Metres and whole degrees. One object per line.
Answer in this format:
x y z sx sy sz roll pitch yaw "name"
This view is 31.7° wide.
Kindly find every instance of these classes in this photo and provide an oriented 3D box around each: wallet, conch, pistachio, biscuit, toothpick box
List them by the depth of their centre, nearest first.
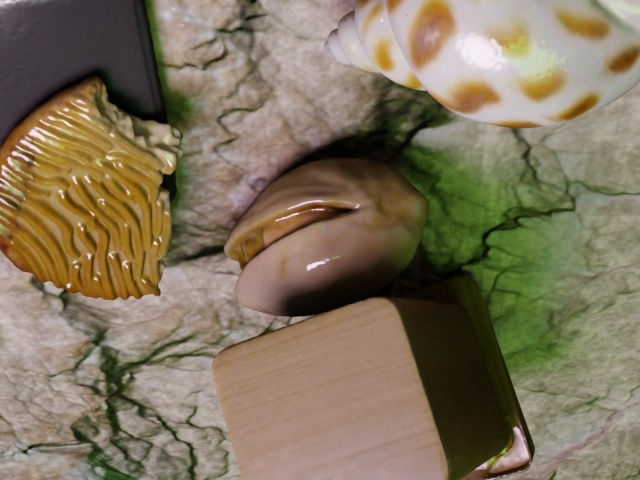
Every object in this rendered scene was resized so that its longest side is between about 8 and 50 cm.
0.130 -0.162 0.723 0.275 0.182 0.149 -11 173 7 "conch"
-0.189 -0.098 0.834 0.149 0.044 0.250 -10 140 -4 "wallet"
-0.166 -0.022 0.875 0.176 0.031 0.228 -27 140 14 "biscuit"
0.000 0.000 0.922 0.185 0.124 0.124 -22 139 34 "pistachio"
0.048 0.138 0.936 0.188 0.190 0.308 -19 171 15 "toothpick box"
